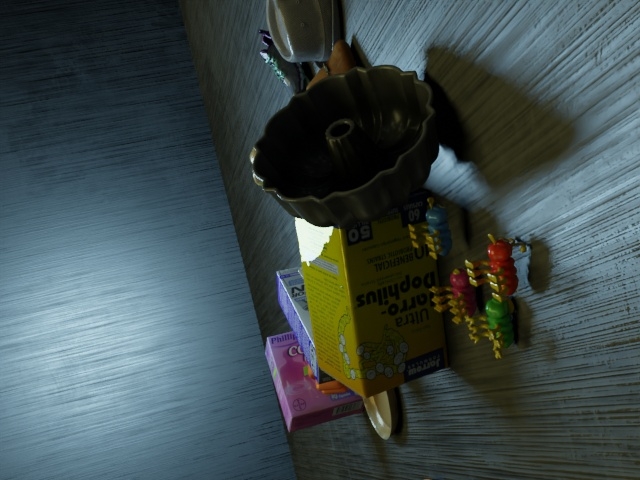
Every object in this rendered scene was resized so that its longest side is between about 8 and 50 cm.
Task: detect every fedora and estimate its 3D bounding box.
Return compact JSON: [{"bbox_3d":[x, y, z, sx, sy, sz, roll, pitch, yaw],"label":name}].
[{"bbox_3d":[-0.048,-0.506,1.915,0.244,0.124,0.275,-149,48,-71],"label":"fedora"}]

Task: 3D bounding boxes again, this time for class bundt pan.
[{"bbox_3d":[0.056,-0.147,1.481,0.124,0.331,0.331,59,-179,-41],"label":"bundt pan"}]

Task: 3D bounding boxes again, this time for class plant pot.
[{"bbox_3d":[0.142,0.367,2.121,0.236,0.032,0.236,168,90,-77],"label":"plant pot"}]

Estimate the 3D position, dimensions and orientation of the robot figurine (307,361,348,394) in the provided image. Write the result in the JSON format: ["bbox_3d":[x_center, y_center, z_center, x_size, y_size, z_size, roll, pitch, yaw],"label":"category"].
[{"bbox_3d":[0.029,0.285,2.251,0.128,0.158,0.219,-35,49,51],"label":"robot figurine"}]

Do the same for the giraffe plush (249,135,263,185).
[{"bbox_3d":[-0.074,-0.238,2.207,0.181,0.210,0.170,-49,31,38],"label":"giraffe plush"}]

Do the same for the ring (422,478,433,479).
[{"bbox_3d":[0.283,0.669,1.832,0.336,0.032,0.336,168,90,-76],"label":"ring"}]

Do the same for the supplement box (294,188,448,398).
[{"bbox_3d":[0.096,0.084,1.656,0.195,0.194,0.356,22,125,61],"label":"supplement box"}]

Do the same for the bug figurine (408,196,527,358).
[{"bbox_3d":[0.241,0.055,1.370,0.279,0.072,0.216,-140,33,-61],"label":"bug figurine"}]

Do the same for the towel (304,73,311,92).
[{"bbox_3d":[-0.032,-0.368,2.202,0.152,0.023,0.113,-117,22,-51],"label":"towel"}]

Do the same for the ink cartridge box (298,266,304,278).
[{"bbox_3d":[0.070,0.110,1.871,0.231,0.134,0.078,52,-175,39],"label":"ink cartridge box"}]

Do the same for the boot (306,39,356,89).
[{"bbox_3d":[0.013,-0.238,1.789,0.264,0.096,0.280,-56,42,33],"label":"boot"}]

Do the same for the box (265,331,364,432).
[{"bbox_3d":[-0.015,0.368,2.365,0.117,0.214,0.242,100,155,-58],"label":"box"}]

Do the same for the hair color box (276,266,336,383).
[{"bbox_3d":[0.027,0.185,2.095,0.339,0.185,0.110,-121,25,-52],"label":"hair color box"}]

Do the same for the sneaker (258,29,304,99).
[{"bbox_3d":[-0.102,-0.436,2.183,0.083,0.098,0.223,118,146,-57],"label":"sneaker"}]
